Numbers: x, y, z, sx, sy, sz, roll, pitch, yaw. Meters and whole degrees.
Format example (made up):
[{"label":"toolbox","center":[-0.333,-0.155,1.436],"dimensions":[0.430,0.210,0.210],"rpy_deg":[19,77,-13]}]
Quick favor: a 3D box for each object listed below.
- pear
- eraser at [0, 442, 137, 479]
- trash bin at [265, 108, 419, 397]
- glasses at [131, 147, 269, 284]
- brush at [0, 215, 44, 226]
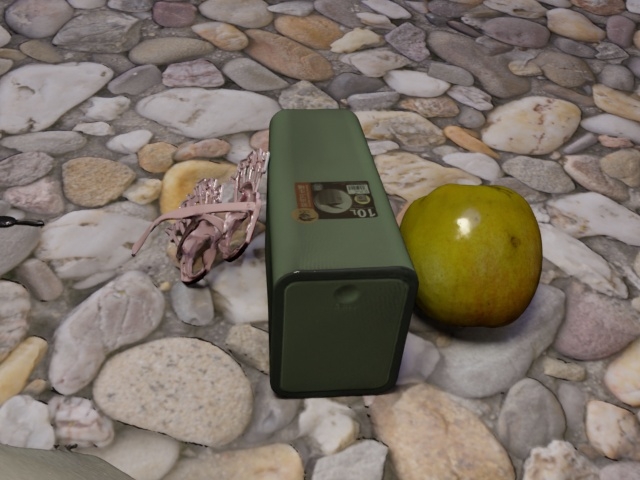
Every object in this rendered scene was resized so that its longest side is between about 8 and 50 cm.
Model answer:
[{"label":"pear","center":[0.198,0.020,0.934],"dimensions":[0.200,0.200,0.200],"rpy_deg":[3,44,-3]},{"label":"eraser","center":[-0.269,0.331,0.559],"dimensions":[0.150,0.331,0.331],"rpy_deg":[26,48,18]},{"label":"trash bin","center":[0.000,0.000,0.915],"dimensions":[0.158,0.223,0.343],"rpy_deg":[-3,43,-8]},{"label":"glasses","center":[-0.164,-0.042,0.954],"dimensions":[0.095,0.255,0.162],"rpy_deg":[32,53,-32]},{"label":"brush","center":[-0.459,-0.028,1.050],"dimensions":[0.083,0.008,0.024],"rpy_deg":[3,41,-1]}]
